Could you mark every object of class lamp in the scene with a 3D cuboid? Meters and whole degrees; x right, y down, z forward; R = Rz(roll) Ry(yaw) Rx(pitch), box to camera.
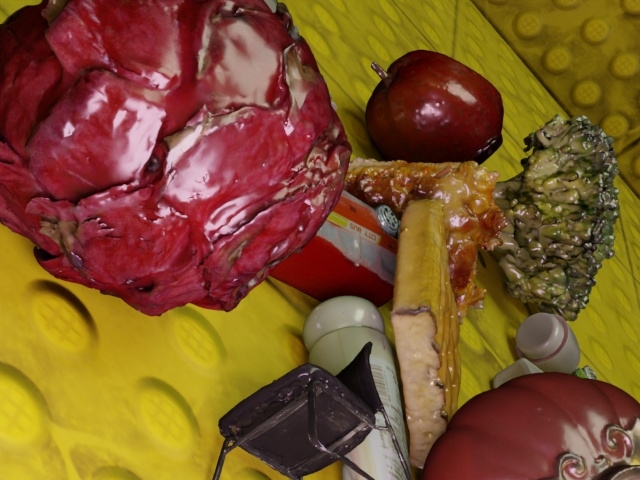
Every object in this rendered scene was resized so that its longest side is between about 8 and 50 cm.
[{"bbox_3d":[0.246,0.290,1.255,0.303,0.257,0.303,4,82,-27],"label":"lamp"}]

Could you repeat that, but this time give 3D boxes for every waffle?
[{"bbox_3d":[0.126,0.108,1.389,0.221,0.055,0.247,-78,161,-55],"label":"waffle"}]

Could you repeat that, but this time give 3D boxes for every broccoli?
[{"bbox_3d":[0.390,-0.032,1.979,0.324,0.272,0.334,60,-7,14],"label":"broccoli"}]

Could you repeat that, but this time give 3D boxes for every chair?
[{"bbox_3d":[-0.014,0.173,1.100,0.145,0.140,0.221,39,25,-31],"label":"chair"}]

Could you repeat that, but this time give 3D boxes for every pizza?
[{"bbox_3d":[0.138,-0.021,1.534,0.289,0.229,0.081,50,21,-9],"label":"pizza"}]

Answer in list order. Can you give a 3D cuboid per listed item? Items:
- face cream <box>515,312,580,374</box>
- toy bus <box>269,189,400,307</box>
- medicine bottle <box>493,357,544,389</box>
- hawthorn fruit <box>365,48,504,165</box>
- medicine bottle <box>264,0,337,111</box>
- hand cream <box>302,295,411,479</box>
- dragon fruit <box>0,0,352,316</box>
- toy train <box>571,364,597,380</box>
[{"bbox_3d":[0.358,0.166,1.862,0.095,0.091,0.091,45,23,-37],"label":"face cream"},{"bbox_3d":[0.000,0.000,1.404,0.265,0.121,0.119,30,40,-44],"label":"toy bus"},{"bbox_3d":[0.330,0.251,1.716,0.183,0.069,0.119,33,29,-36],"label":"medicine bottle"},{"bbox_3d":[0.167,-0.201,1.889,0.250,0.215,0.215,31,31,-26],"label":"hawthorn fruit"},{"bbox_3d":[-0.103,-0.278,1.567,0.324,0.124,0.179,61,-3,16],"label":"medicine bottle"},{"bbox_3d":[0.053,0.196,1.245,0.147,0.093,0.305,62,9,-50],"label":"hand cream"},{"bbox_3d":[-0.132,-0.088,1.035,0.329,0.329,0.329,41,26,-25],"label":"dragon fruit"},{"bbox_3d":[0.452,0.289,1.905,0.202,0.060,0.081,55,30,5],"label":"toy train"}]
